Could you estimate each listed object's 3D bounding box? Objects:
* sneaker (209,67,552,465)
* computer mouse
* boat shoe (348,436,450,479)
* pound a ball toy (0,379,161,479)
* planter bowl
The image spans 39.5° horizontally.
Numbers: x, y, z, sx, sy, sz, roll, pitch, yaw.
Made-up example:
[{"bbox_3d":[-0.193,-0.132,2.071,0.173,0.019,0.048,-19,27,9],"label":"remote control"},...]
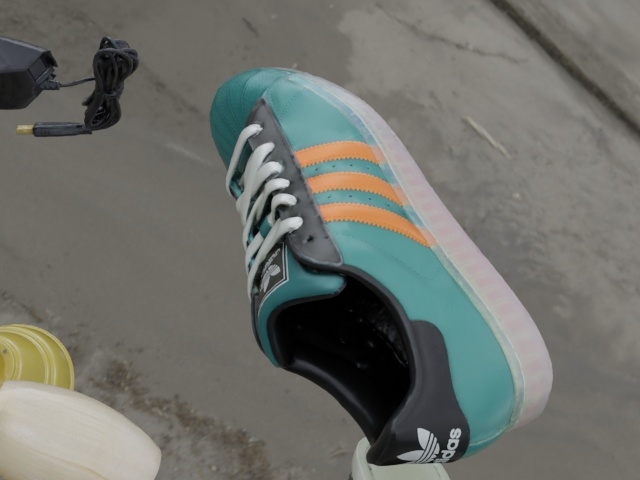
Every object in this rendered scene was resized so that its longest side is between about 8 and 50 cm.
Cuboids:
[{"bbox_3d":[0.000,0.000,0.529,0.121,0.108,0.302,-13,51,-39],"label":"sneaker"},{"bbox_3d":[-0.316,-0.153,0.868,0.261,0.184,0.060,-8,75,-18],"label":"computer mouse"},{"bbox_3d":[0.056,0.289,0.690,0.127,0.113,0.340,16,20,-11],"label":"boat shoe"},{"bbox_3d":[-0.127,0.247,0.371,0.135,0.319,0.208,18,27,-8],"label":"pound a ball toy"},{"bbox_3d":[-0.479,0.204,1.299,0.217,0.090,0.217,-2,61,3],"label":"planter bowl"}]
